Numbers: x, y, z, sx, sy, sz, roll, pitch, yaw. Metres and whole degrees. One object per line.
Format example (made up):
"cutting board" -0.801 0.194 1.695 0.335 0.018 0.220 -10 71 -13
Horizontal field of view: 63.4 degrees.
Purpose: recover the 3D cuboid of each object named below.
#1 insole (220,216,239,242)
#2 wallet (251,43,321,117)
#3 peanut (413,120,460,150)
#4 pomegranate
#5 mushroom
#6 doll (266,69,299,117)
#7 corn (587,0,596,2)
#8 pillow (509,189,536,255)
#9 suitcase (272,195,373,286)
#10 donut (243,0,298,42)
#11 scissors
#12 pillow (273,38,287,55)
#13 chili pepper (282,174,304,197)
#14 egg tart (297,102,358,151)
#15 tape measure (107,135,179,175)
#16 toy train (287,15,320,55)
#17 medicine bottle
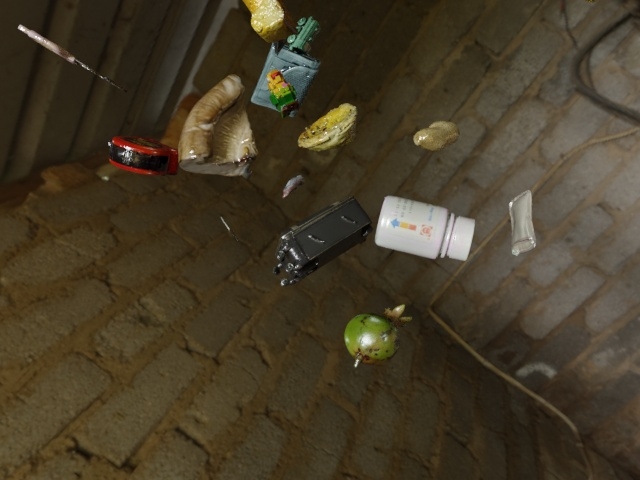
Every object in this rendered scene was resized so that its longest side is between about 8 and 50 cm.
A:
"insole" -0.255 -0.030 1.466 0.004 0.065 0.197 -33 -10 -6
"wallet" -0.165 -0.729 2.402 0.342 0.237 0.075 126 155 -48
"peanut" 0.551 -0.492 2.451 0.253 0.137 0.122 -27 -30 -32
"pomegranate" 0.167 0.268 1.458 0.220 0.156 0.156 -12 -31 -38
"mushroom" -0.421 -0.465 2.062 0.313 0.397 0.224 -1 -11 -28
"doll" -0.159 -0.597 2.099 0.106 0.186 0.134 -28 15 -12
"corn" 0.750 -0.748 1.444 0.080 0.080 0.238 -54 -34 14
"pillow" 0.727 -0.062 1.870 0.130 0.038 0.233 136 142 -66
"suitcase" 0.000 0.000 2.123 0.434 0.194 0.283 -30 -12 -18
"donut" -0.132 -0.593 1.321 0.101 0.259 0.152 -32 -24 13
"scissors" -0.694 -0.511 1.479 0.024 0.317 0.160 -59 7 1
"pillow" -0.151 -0.776 1.946 0.090 0.048 0.150 -52 -8 -12
"chili pepper" -0.097 -0.195 1.821 0.153 0.041 0.050 -44 -15 -48
"egg tart" 0.037 -0.348 1.664 0.232 0.098 0.252 -45 26 -26
"tape measure" -0.697 -0.331 2.023 0.260 0.253 0.114 -11 -61 -57
"toy train" -0.065 -0.868 2.192 0.170 0.111 0.071 -59 -36 -5
"medicine bottle" 0.329 -0.034 1.638 0.170 0.293 0.170 14 -90 -79
